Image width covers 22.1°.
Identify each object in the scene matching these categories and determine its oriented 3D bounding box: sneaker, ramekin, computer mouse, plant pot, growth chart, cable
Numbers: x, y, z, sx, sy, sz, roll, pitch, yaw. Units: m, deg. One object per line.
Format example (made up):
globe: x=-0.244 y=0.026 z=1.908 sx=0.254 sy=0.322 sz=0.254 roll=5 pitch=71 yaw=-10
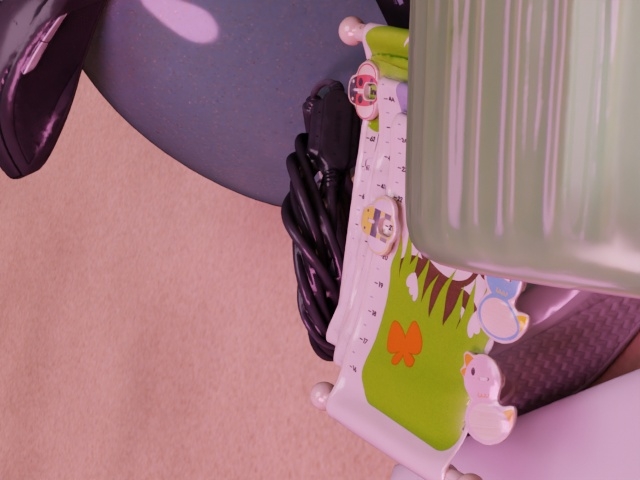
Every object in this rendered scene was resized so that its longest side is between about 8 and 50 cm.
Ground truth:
sneaker: x=0.111 y=-0.005 z=0.884 sx=0.256 sy=0.094 sz=0.151 roll=-44 pitch=47 yaw=29
ramekin: x=0.173 y=-0.051 z=0.624 sx=0.303 sy=0.303 sz=0.148 roll=9 pitch=93 yaw=58
computer mouse: x=-0.193 y=-0.184 z=1.090 sx=0.262 sy=0.060 sz=0.184 roll=-64 pitch=35 yaw=19
plant pot: x=-0.076 y=-0.184 z=1.152 sx=0.290 sy=0.195 sz=0.290 roll=-27 pitch=57 yaw=51
growth chart: x=0.051 y=0.004 z=0.841 sx=0.172 sy=0.021 sz=0.237 roll=12 pitch=98 yaw=56
cable: x=0.000 y=0.000 z=1.029 sx=0.151 sy=0.047 sz=0.184 roll=91 pitch=180 yaw=-48

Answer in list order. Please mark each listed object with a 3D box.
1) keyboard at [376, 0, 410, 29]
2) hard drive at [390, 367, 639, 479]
keyboard: x=0.046 y=-0.151 z=0.864 sx=0.180 sy=0.023 sz=0.108 roll=63 pitch=166 yaw=-5
hard drive: x=0.147 y=0.174 z=0.802 sx=0.307 sy=0.040 sz=0.203 roll=-32 pitch=56 yaw=49
